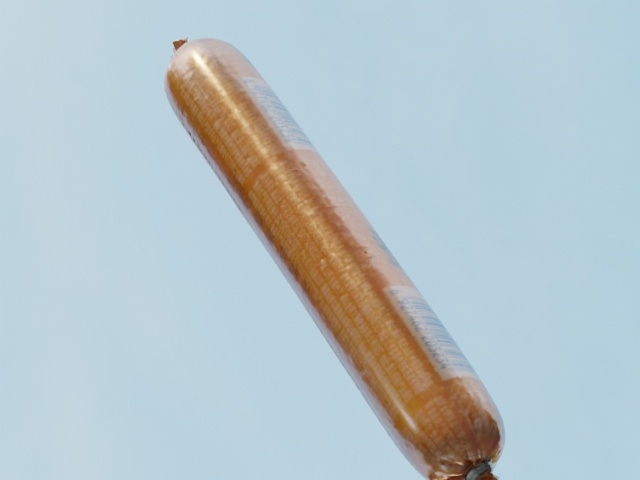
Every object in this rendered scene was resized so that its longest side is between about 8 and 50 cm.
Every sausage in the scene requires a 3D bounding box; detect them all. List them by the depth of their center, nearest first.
[{"bbox_3d":[0.000,0.000,0.935,0.053,0.348,0.053,-20,-40,-18],"label":"sausage"}]
